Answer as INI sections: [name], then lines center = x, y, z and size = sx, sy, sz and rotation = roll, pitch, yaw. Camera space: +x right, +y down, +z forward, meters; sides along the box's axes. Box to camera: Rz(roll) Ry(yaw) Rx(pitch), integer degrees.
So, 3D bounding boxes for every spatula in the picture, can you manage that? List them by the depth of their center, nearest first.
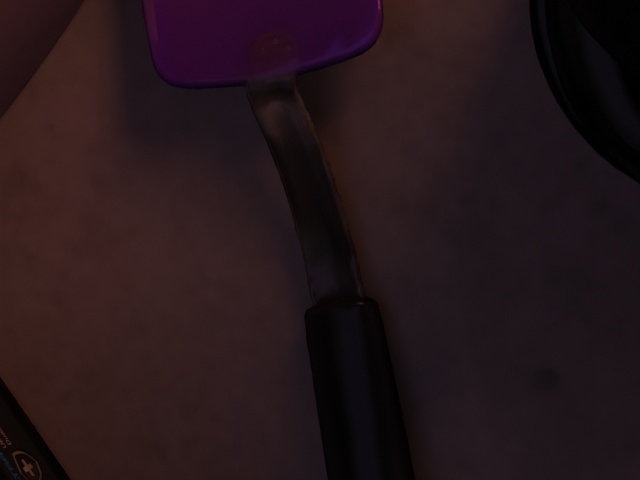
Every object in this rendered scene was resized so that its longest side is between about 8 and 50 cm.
[spatula]
center = 0.000, 0.000, 0.618
size = 0.084, 0.030, 0.296
rotation = -9, 101, 18

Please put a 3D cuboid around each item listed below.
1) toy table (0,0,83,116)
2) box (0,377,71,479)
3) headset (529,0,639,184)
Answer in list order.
[toy table]
center = -0.156, -0.117, 0.533
size = 0.161, 0.252, 0.274
rotation = 42, 134, 1
[box]
center = -0.114, 0.137, 0.608
size = 0.051, 0.175, 0.220
rotation = -34, 90, 18
[headset]
center = 0.144, -0.082, 0.457
size = 0.185, 0.243, 0.394
rotation = 1, 80, 6
